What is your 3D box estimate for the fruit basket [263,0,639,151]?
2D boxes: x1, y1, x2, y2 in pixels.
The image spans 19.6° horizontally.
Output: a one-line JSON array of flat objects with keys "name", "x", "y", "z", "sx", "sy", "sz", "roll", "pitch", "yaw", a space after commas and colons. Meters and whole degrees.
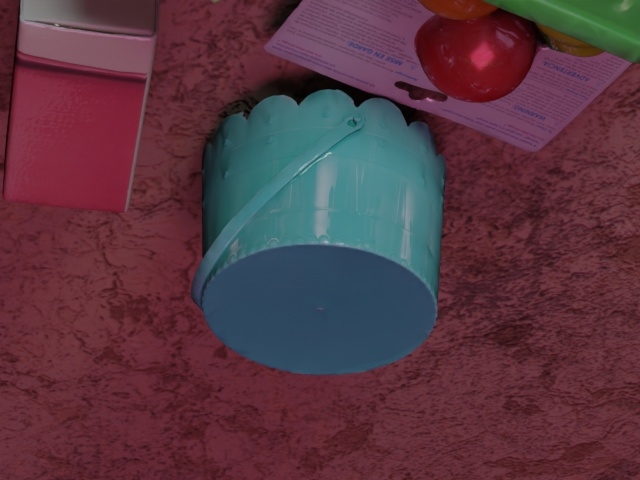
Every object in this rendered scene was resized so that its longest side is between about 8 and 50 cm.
[{"name": "fruit basket", "x": 0.168, "y": -0.233, "z": 1.747, "sx": 0.327, "sy": 0.165, "sz": 0.353, "roll": 18, "pitch": 148, "yaw": -22}]

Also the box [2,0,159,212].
[{"name": "box", "x": -0.230, "y": -0.160, "z": 1.761, "sx": 0.127, "sy": 0.148, "sz": 0.232, "roll": 6, "pitch": 135, "yaw": -9}]

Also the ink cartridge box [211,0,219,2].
[{"name": "ink cartridge box", "x": -0.022, "y": -0.356, "z": 1.534, "sx": 0.273, "sy": 0.198, "sz": 0.115, "roll": -29, "pitch": 132, "yaw": 25}]

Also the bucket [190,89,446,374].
[{"name": "bucket", "x": 0.000, "y": 0.000, "z": 1.900, "sx": 0.281, "sy": 0.183, "sz": 0.281, "roll": 2, "pitch": 143, "yaw": 1}]
